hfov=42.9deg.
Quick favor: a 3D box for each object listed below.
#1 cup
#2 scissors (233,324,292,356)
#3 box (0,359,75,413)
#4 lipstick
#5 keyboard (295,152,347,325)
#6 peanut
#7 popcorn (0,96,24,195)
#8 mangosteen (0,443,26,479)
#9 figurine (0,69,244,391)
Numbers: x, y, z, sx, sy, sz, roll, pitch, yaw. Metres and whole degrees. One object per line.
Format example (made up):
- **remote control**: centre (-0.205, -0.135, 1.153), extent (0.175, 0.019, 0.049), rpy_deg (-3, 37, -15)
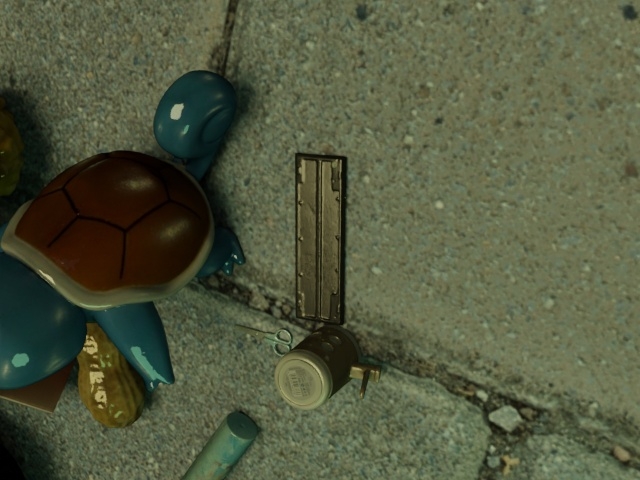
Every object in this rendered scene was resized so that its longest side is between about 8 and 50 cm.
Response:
- **cup**: centre (0.007, 0.157, 0.941), extent (0.102, 0.099, 0.074), rpy_deg (38, 116, 13)
- **scissors**: centre (-0.073, 0.119, 1.023), extent (0.083, 0.006, 0.036), rpy_deg (17, 107, 21)
- **box**: centre (-0.575, 0.093, 1.064), extent (0.385, 0.344, 0.122), rpy_deg (10, 71, 23)
- **lipstick**: centre (-0.141, 0.295, 1.073), extent (0.048, 0.048, 0.158), rpy_deg (40, 116, 12)
- **keyboard**: centre (0.000, 0.000, 0.958), extent (0.067, 0.011, 0.202), rpy_deg (7, 105, 25)
- **peanut**: centre (-0.293, 0.160, 1.097), extent (0.089, 0.089, 0.193), rpy_deg (-12, 93, 27)
- **popcorn**: centre (-0.498, -0.110, 1.034), extent (0.250, 0.250, 0.190), rpy_deg (1, 115, 25)
- **mangosteen**: centre (-0.584, 0.404, 1.140), extent (0.306, 0.347, 0.307), rpy_deg (-10, 70, 30)
- **figurine**: centre (-0.228, 0.004, 0.934), extent (0.298, 0.243, 0.416), rpy_deg (39, 75, 7)
